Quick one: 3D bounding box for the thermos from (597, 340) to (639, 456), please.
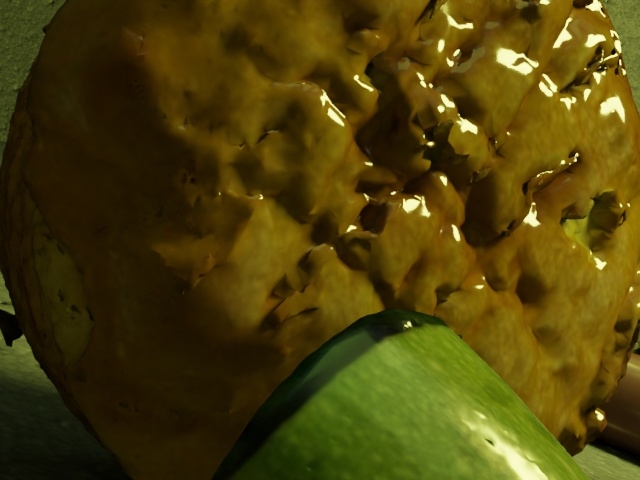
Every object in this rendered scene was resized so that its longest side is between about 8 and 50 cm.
[{"bbox_3d":[0.375,0.184,1.179,0.330,0.109,0.136,20,30,36],"label":"thermos"}]

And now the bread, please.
[{"bbox_3d":[0.017,-0.014,0.601,0.398,0.398,0.215,15,-7,-33],"label":"bread"}]

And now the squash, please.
[{"bbox_3d":[0.031,0.123,0.353,0.123,0.170,0.170,37,13,30],"label":"squash"}]
